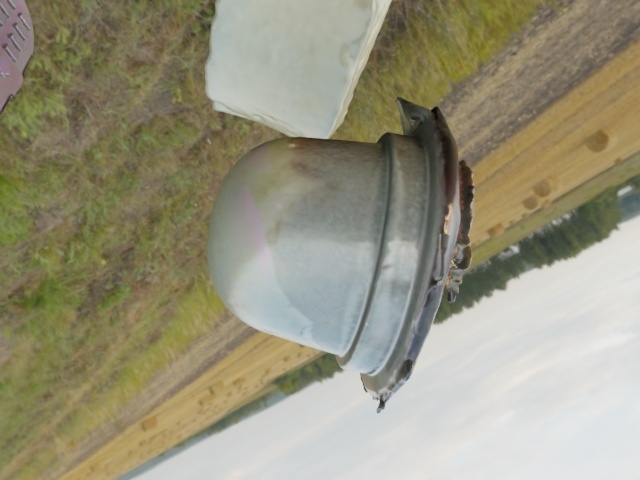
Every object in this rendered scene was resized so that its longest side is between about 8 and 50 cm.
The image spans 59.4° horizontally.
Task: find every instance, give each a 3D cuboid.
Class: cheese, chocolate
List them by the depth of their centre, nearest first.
[{"bbox_3d":[-0.001,-0.008,0.387,0.147,0.221,0.221,18,156,-9],"label":"chocolate"},{"bbox_3d":[0.004,-0.278,0.628,0.292,0.153,0.332,115,-5,-52],"label":"cheese"}]

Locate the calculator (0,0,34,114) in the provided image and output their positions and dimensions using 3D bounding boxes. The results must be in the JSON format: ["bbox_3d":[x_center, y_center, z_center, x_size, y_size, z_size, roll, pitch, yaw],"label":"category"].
[{"bbox_3d":[-0.229,-0.130,0.348,0.024,0.166,0.103,-11,133,12],"label":"calculator"}]
